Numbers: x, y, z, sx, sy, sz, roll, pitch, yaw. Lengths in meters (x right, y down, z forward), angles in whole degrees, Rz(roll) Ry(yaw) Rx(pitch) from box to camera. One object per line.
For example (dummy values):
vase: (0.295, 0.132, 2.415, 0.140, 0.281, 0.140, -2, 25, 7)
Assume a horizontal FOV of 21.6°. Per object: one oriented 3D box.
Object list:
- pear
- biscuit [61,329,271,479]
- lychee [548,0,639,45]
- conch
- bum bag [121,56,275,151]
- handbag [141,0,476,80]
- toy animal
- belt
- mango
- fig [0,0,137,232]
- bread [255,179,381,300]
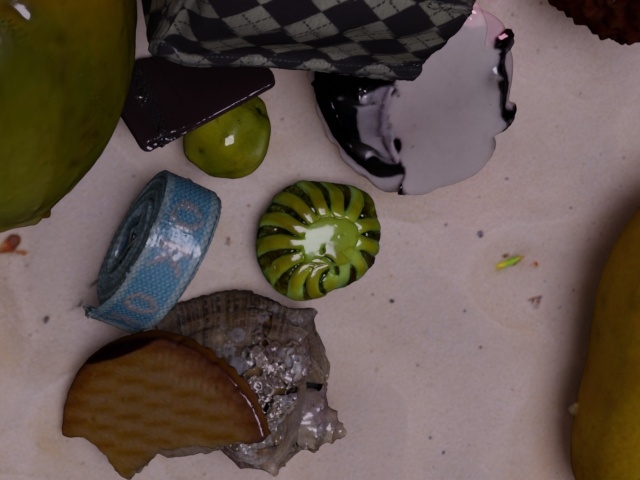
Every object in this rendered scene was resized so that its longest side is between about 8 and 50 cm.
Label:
pear: (-0.094, -0.111, 1.737, 0.092, 0.092, 0.097, 31, 90, -20)
biscuit: (-0.156, 0.176, 1.719, 0.228, 0.031, 0.176, 22, 114, 18)
lychee: (0.334, -0.335, 1.749, 0.264, 0.300, 0.264, -3, 71, 9)
conch: (-0.079, 0.143, 1.779, 0.245, 0.163, 0.178, 21, 60, -3)
bum bag: (-0.135, -0.162, 1.711, 0.159, 0.109, 0.026, -29, 148, -12)
handbag: (-0.031, -0.365, 1.581, 0.317, 0.180, 0.416, 1, 61, -27)
toy animal: (0.094, -0.171, 1.747, 0.204, 0.156, 0.208, -23, 135, -13)
belt: (-0.163, 0.011, 1.704, 0.082, 0.163, 0.147, 27, 64, -18)
mango: (0.427, 0.116, 1.872, 0.301, 0.220, 0.445, 30, 94, -21)
fig: (-0.328, -0.172, 1.537, 0.343, 0.343, 0.343, -3, 101, -17)
bread: (0.000, 0.000, 1.795, 0.139, 0.071, 0.130, -4, 96, -17)
